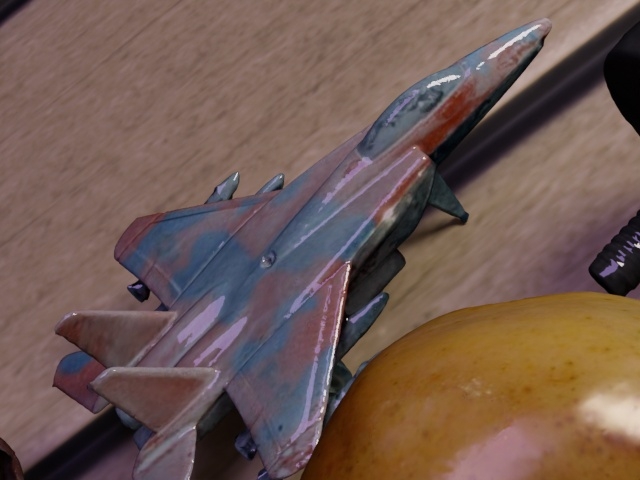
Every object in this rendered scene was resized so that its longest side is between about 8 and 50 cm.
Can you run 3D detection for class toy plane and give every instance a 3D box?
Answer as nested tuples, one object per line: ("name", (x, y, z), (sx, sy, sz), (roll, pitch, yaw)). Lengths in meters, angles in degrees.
("toy plane", (0.003, 0.004, 0.973), (0.326, 0.104, 0.223), (-38, 43, -3))

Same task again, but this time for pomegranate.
("pomegranate", (0.088, 0.126, 0.724), (0.233, 0.233, 0.233), (-20, 46, 22))

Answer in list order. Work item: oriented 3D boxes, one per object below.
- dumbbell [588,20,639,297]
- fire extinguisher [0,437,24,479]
("dumbbell", (0.239, -0.096, 0.852), (0.325, 0.143, 0.143), (-46, 42, -5))
("fire extinguisher", (-0.290, 0.116, 1.093), (0.269, 0.105, 0.105), (14, 65, 43))
